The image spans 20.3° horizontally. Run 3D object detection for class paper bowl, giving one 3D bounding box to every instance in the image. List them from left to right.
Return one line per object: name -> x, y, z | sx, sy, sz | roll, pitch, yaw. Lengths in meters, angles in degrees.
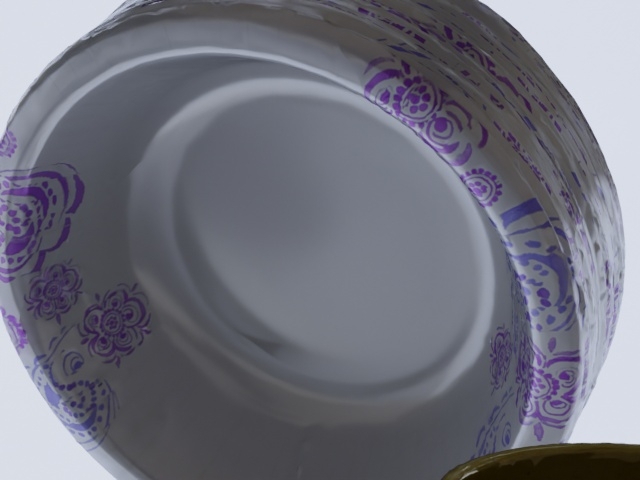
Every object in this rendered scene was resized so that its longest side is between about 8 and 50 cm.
paper bowl -> 0.000, 0.000, 0.828 | 0.284, 0.284, 0.148 | 46, -144, -7

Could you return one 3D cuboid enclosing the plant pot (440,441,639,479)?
plant pot -> 0.086, 0.109, 0.395 | 0.134, 0.134, 0.095 | 4, -80, -14
